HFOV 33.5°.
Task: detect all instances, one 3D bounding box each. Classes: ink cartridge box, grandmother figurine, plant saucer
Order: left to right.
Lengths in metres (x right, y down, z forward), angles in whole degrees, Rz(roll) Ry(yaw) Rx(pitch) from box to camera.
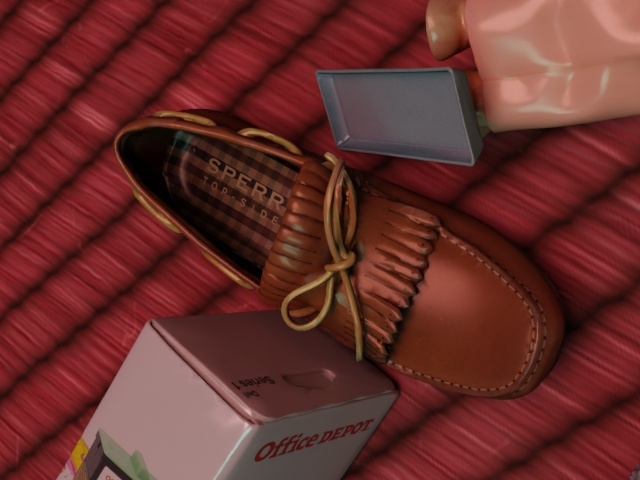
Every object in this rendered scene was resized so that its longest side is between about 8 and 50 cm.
[{"bbox_3d":[-0.094,0.192,0.803,0.117,0.201,0.278,40,109,25],"label":"ink cartridge box"},{"bbox_3d":[0.053,-0.093,0.761,0.192,0.018,0.067,18,128,63],"label":"plant saucer"},{"bbox_3d":[0.241,-0.136,0.663,0.342,0.104,0.208,0,126,28],"label":"grandmother figurine"}]

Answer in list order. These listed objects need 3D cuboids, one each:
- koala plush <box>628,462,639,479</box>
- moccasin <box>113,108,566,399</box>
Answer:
[{"bbox_3d":[0.176,0.259,0.625,0.203,0.221,0.196,-40,70,25],"label":"koala plush"},{"bbox_3d":[0.001,-0.003,0.778,0.380,0.147,0.139,36,108,27],"label":"moccasin"}]
